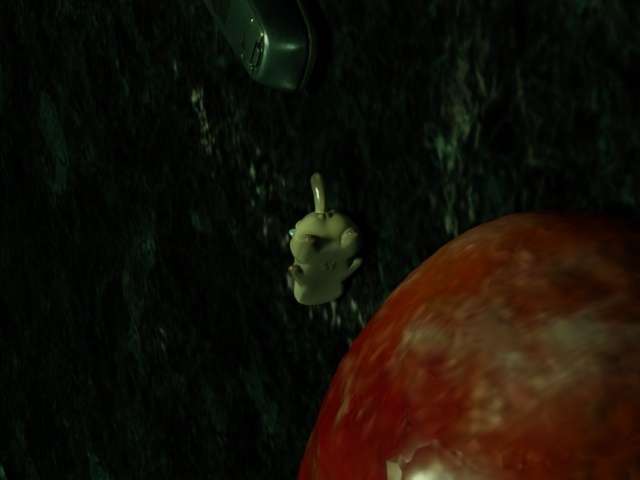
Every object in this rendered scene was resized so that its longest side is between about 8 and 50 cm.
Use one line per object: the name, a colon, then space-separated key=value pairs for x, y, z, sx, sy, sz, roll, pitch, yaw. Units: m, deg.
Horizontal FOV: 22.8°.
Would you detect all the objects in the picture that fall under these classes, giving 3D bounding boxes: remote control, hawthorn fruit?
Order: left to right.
remote control: x=-0.059 y=-0.185 z=1.032 sx=0.222 sy=0.042 sz=0.072 roll=61 pitch=149 yaw=32
hawthorn fruit: x=0.073 y=0.118 z=0.629 sx=0.242 sy=0.271 sz=0.242 roll=31 pitch=130 yaw=45

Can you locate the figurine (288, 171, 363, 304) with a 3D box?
figurine: x=0.000 y=0.000 z=0.988 sx=0.083 sy=0.047 sz=0.051 roll=109 pitch=157 yaw=-54
